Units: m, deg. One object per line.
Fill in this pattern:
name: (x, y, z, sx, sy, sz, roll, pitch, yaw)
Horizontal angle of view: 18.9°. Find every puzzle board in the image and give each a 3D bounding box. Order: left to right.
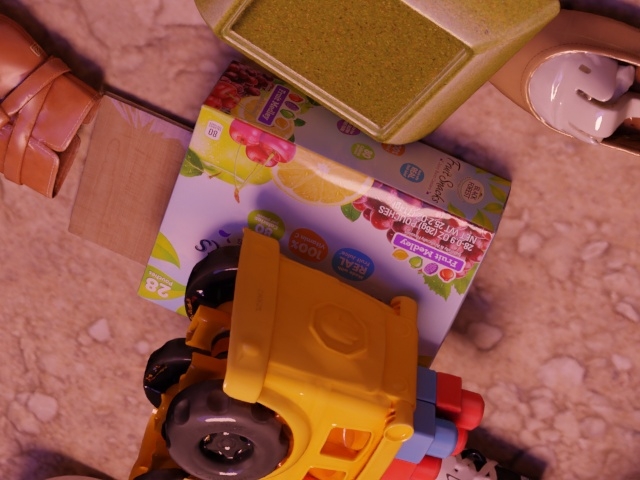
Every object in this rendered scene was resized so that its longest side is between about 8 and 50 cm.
puzzle board: (-0.123, -0.037, 1.363, 0.096, 0.011, 0.128, 24, 128, 5)

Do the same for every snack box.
snack box: (0.000, 0.000, 1.295, 0.207, 0.070, 0.174, 25, 128, 2)

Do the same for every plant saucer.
plant saucer: (0.020, -0.136, 1.168, 0.188, 0.045, 0.188, 32, 149, -9)

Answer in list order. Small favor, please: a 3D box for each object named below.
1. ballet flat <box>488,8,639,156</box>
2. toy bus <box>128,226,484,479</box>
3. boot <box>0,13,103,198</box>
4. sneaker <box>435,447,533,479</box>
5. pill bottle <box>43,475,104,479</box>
ballet flat: (0.199, -0.082, 1.163, 0.232, 0.073, 0.080, 16, 126, 12)
toy bus: (-0.010, 0.124, 1.270, 0.211, 0.149, 0.220, 17, 134, -14)
boot: (-0.250, -0.072, 1.352, 0.152, 0.073, 0.197, 32, 128, -1)
sneaker: (0.101, 0.175, 1.378, 0.086, 0.085, 0.237, -43, 96, 10)
pill bottle: (-0.218, 0.317, 1.555, 0.136, 0.136, 0.245, 27, 128, 3)
